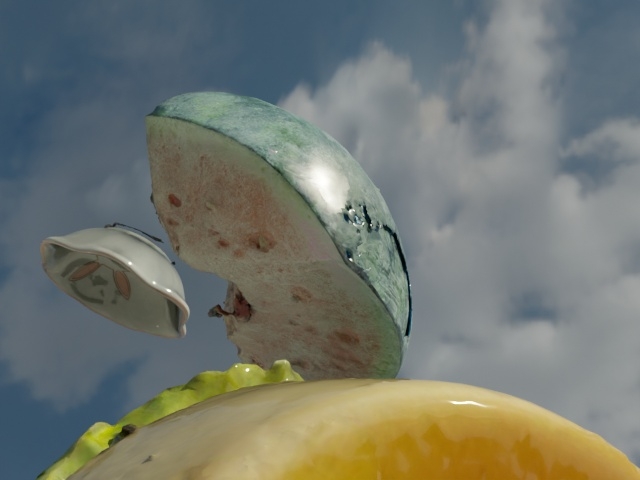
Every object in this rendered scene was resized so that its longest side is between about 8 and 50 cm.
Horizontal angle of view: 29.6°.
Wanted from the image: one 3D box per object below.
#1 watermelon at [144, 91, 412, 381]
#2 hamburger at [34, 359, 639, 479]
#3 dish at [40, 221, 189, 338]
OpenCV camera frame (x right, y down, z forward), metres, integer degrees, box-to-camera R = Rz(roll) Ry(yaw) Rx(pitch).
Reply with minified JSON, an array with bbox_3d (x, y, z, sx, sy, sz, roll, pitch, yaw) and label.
[{"bbox_3d":[0.002,-0.005,1.015,0.188,0.175,0.322,4,-39,27],"label":"watermelon"},{"bbox_3d":[0.004,0.176,0.366,0.300,0.300,0.176,32,-32,-17],"label":"hamburger"},{"bbox_3d":[-0.256,0.039,1.600,0.229,0.081,0.229,20,-27,11],"label":"dish"}]
